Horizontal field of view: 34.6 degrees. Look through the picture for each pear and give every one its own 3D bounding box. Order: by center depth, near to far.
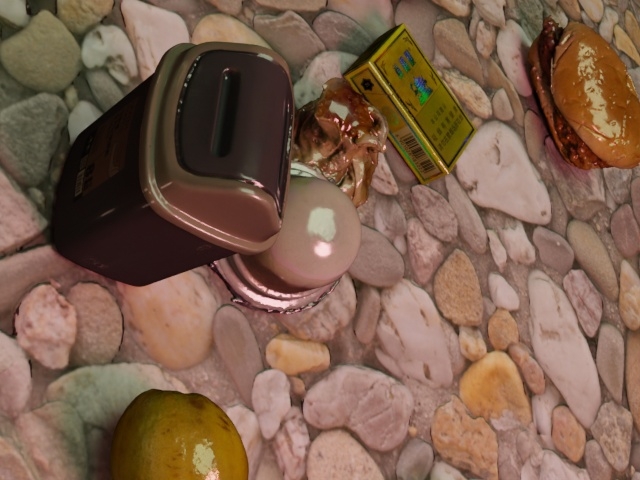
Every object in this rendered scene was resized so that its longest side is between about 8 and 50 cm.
[{"bbox_3d":[-0.146,0.233,1.071,0.149,0.149,0.162,-3,82,-46],"label":"pear"}]

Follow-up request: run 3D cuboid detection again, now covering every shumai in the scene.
[{"bbox_3d":[0.031,-0.131,1.407,0.161,0.153,0.209,49,43,-1],"label":"shumai"}]

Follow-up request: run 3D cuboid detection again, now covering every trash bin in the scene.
[{"bbox_3d":[-0.149,-0.074,1.098,0.182,0.290,0.209,25,57,-36],"label":"trash bin"}]

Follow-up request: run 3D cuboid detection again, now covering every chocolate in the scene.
[{"bbox_3d":[-0.031,-0.013,1.260,0.221,0.147,0.221,3,82,-20],"label":"chocolate"}]

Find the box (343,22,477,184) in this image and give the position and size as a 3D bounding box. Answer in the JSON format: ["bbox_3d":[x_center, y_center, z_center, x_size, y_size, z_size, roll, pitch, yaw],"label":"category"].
[{"bbox_3d":[0.145,-0.216,1.621,0.220,0.064,0.141,53,44,-16],"label":"box"}]

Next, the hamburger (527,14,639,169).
[{"bbox_3d":[0.495,-0.256,1.930,0.282,0.155,0.245,33,59,-25],"label":"hamburger"}]

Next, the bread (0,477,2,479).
[{"bbox_3d":[-0.373,0.255,0.916,0.251,0.039,0.182,50,45,-17],"label":"bread"}]
